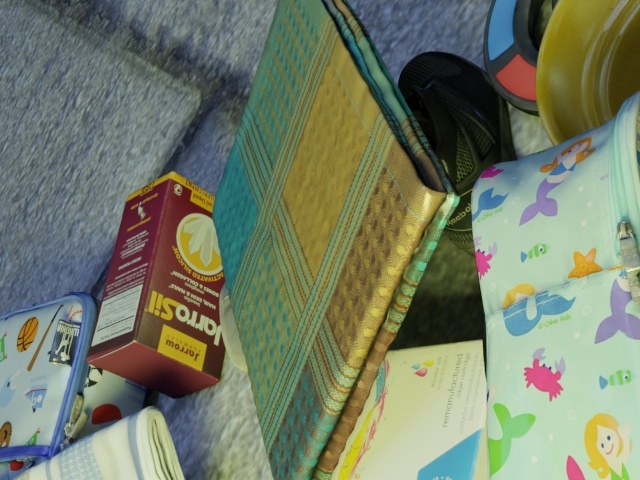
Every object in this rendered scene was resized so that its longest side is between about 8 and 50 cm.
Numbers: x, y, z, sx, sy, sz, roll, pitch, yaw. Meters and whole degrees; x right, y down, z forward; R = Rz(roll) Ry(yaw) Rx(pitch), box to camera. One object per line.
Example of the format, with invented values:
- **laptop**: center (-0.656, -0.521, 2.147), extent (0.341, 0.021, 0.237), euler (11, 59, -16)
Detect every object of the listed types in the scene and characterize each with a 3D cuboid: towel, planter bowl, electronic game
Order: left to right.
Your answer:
- **towel**: center (-0.204, 0.282, 0.992), extent (0.285, 0.034, 0.209), euler (-30, 70, 34)
- **towel**: center (-0.008, -0.022, 0.847), extent (0.370, 0.040, 0.271), euler (-111, 36, -54)
- **electronic game**: center (0.215, -0.196, 0.879), extent (0.229, 0.048, 0.229), euler (-33, 41, 34)
- **planter bowl**: center (0.250, -0.113, 0.719), extent (0.217, 0.090, 0.217), euler (-25, 52, 36)

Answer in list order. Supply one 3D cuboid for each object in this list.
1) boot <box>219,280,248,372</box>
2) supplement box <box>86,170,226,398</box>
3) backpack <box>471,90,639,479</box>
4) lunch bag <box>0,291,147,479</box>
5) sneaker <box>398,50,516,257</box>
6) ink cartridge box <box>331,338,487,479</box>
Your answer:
- **boot**: center (-0.002, -0.002, 1.009), extent (0.208, 0.076, 0.189), euler (-37, 36, 42)
- **supplement box**: center (-0.143, 0.043, 1.119), extent (0.081, 0.104, 0.188), euler (-24, 47, 42)
- **backpack**: center (0.181, 0.054, 0.551), extent (0.191, 0.225, 0.253), euler (-34, 47, 33)
- **lunch bag**: center (-0.295, 0.189, 1.204), extent (0.303, 0.115, 0.243), euler (-17, 54, 48)
- **sneaker**: center (0.082, -0.097, 0.906), extent (0.087, 0.130, 0.227), euler (-38, 36, 27)
- **ink cartridge box**: center (0.050, 0.151, 0.798), extent (0.231, 0.078, 0.134), euler (-14, 54, 49)
